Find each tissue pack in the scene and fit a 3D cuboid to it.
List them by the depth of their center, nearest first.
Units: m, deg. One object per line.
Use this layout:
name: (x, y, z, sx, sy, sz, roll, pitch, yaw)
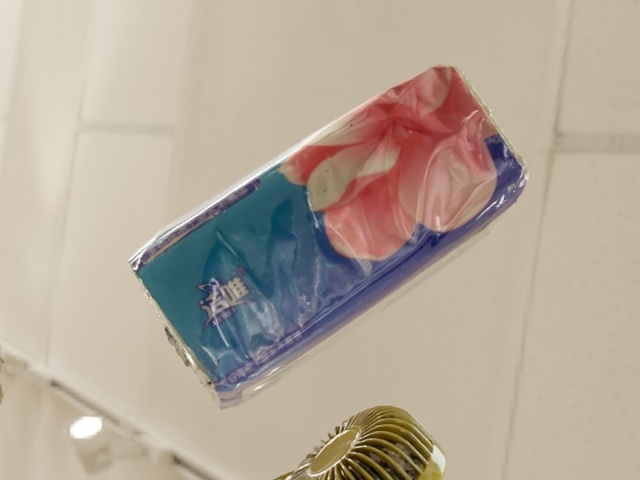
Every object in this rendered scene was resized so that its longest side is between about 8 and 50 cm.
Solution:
tissue pack: (0.000, 0.000, 0.922, 0.137, 0.269, 0.209, 54, -8, 9)

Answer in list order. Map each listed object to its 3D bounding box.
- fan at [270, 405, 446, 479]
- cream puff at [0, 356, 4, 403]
fan: (-0.005, 0.131, 0.632, 0.155, 0.039, 0.082, -32, -166, 42)
cream puff: (-0.332, 0.095, 0.962, 0.129, 0.189, 0.189, -47, -161, -25)
